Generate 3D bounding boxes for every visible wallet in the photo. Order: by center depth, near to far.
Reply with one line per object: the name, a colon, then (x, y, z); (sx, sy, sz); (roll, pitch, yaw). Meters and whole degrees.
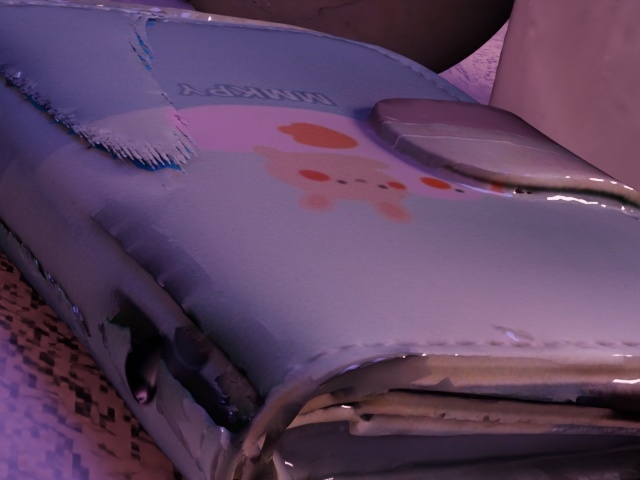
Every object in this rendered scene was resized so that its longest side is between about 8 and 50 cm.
wallet: (0.000, 0.000, 0.479); (0.176, 0.075, 0.250); (4, 22, -31)

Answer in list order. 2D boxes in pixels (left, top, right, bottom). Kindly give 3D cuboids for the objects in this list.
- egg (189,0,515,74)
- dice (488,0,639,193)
egg: (0.018, -0.164, 0.842); (0.186, 0.186, 0.253); (20, 14, 7)
dice: (0.253, -0.107, 0.762); (0.304, 0.277, 0.304); (19, 13, 8)
